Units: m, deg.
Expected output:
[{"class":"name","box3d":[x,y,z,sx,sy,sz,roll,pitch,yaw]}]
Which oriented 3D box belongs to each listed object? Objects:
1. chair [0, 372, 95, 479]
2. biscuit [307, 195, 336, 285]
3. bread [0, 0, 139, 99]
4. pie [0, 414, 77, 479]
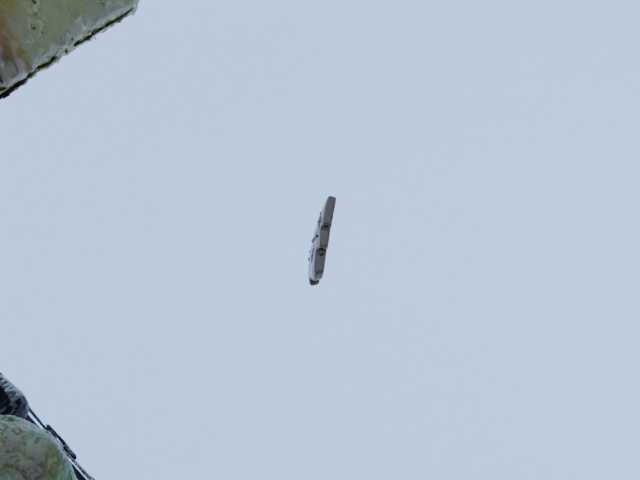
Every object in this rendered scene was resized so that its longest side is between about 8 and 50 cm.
[{"class":"chair","box3d":[-0.325,0.164,1.770,0.140,0.221,0.145,-35,22,-11]},{"class":"biscuit","box3d":[0.000,0.000,1.956,0.016,0.092,0.082,9,16,-4]},{"class":"bread","box3d":[-0.353,-0.259,1.770,0.315,0.279,0.248,54,47,-3]},{"class":"pie","box3d":[-0.296,0.240,1.620,0.240,0.054,0.240,17,56,-27]}]
